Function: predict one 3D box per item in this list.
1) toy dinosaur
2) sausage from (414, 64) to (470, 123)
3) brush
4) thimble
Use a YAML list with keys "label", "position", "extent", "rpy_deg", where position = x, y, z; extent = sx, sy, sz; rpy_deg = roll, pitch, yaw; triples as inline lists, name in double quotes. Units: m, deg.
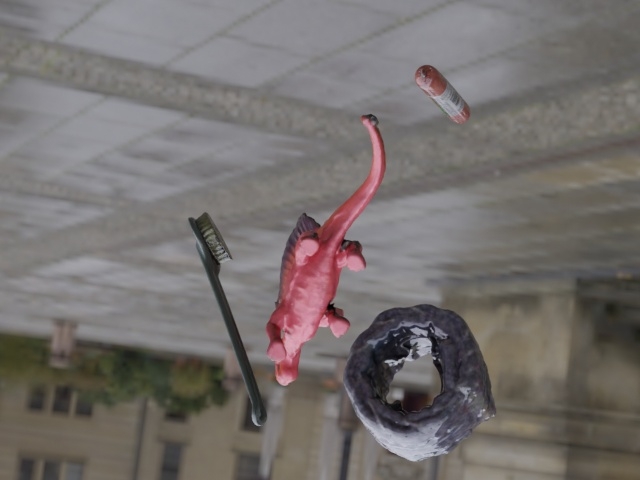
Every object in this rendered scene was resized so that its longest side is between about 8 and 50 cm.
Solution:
- label: "toy dinosaur"
  position: [-0.002, 0.001, 1.360]
  extent: [0.070, 0.286, 0.139]
  rpy_deg: [13, -165, -15]
- label: "sausage"
  position: [0.145, -0.170, 1.670]
  extent: [0.029, 0.029, 0.223]
  rpy_deg: [5, 174, 18]
- label: "brush"
  position: [-0.083, 0.070, 1.356]
  extent: [0.027, 0.266, 0.062]
  rpy_deg: [-26, 137, 4]
- label: "thimble"
  position: [0.102, 0.145, 1.462]
  extent: [0.150, 0.150, 0.098]
  rpy_deg: [5, 154, 21]
